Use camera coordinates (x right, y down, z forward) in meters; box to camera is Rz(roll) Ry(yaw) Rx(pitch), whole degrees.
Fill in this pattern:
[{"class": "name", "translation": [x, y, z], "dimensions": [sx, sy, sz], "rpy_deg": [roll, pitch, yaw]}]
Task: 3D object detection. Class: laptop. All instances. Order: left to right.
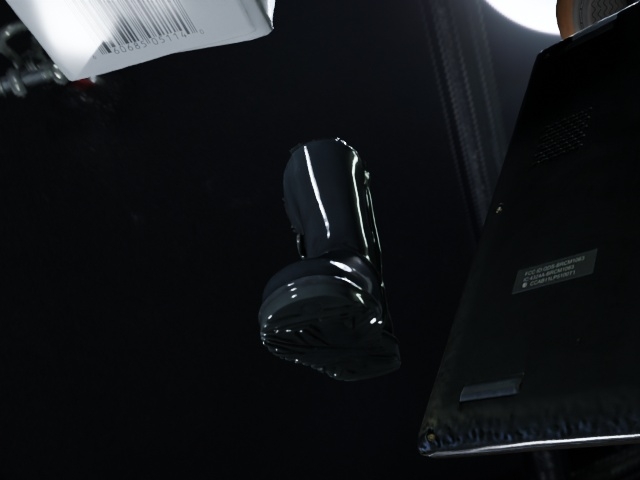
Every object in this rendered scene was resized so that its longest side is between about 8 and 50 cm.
[{"class": "laptop", "translation": [0.304, -0.046, 0.368], "dimensions": [0.236, 0.382, 0.408], "rpy_deg": [40, -126, -22]}]

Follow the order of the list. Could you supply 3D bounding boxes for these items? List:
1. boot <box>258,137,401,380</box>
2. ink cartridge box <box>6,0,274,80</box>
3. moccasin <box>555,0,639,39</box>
[{"class": "boot", "translation": [0.000, 0.000, 0.731], "dimensions": [0.094, 0.207, 0.246], "rpy_deg": [-17, -23, 12]}, {"class": "ink cartridge box", "translation": [-0.114, -0.296, 0.438], "dimensions": [0.130, 0.309, 0.272], "rpy_deg": [-8, -39, 19]}, {"class": "moccasin", "translation": [0.371, -0.247, 0.767], "dimensions": [0.380, 0.147, 0.139], "rpy_deg": [-24, -61, -16]}]
